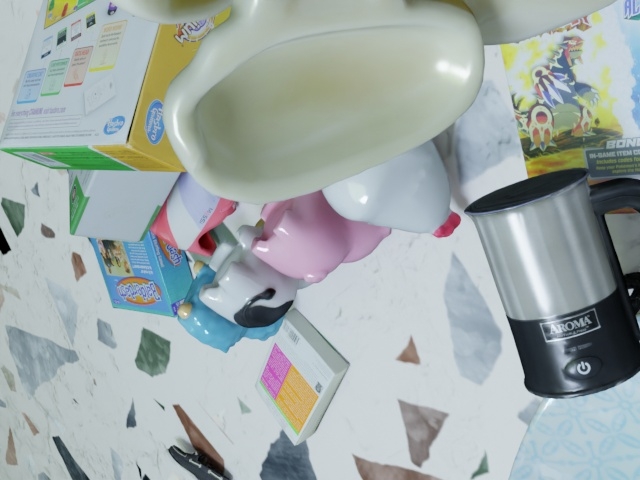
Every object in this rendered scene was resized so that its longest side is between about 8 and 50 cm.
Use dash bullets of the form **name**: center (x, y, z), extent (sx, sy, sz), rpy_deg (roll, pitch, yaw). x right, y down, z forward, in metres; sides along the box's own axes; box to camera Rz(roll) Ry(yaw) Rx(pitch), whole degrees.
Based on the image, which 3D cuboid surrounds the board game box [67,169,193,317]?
- **board game box**: center (-0.251, -0.007, 1.122), extent (0.160, 0.047, 0.210), rpy_deg (3, 112, 46)

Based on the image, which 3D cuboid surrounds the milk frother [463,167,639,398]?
- **milk frother**: center (0.175, 0.016, 0.592), extent (0.143, 0.129, 0.134), rpy_deg (-126, 16, -80)

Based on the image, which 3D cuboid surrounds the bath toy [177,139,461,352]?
- **bath toy**: center (0.000, 0.000, 0.799), extent (0.129, 0.151, 0.348), rpy_deg (32, 140, -19)

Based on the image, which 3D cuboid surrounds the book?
- **book**: center (-0.028, 0.161, 0.989), extent (0.096, 0.035, 0.144), rpy_deg (46, 137, 23)

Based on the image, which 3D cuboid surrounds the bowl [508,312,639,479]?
- **bowl**: center (0.261, 0.206, 0.572), extent (0.156, 0.289, 0.289), rpy_deg (23, 138, -11)

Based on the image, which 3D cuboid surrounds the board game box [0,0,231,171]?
- **board game box**: center (-0.174, -0.223, 0.774), extent (0.242, 0.064, 0.316), rpy_deg (7, 79, 45)

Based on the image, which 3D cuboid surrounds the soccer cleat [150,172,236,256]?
- **soccer cleat**: center (-0.119, -0.076, 0.935), extent (0.095, 0.083, 0.248), rpy_deg (29, 132, -9)

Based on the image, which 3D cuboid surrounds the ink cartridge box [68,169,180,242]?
- **ink cartridge box**: center (-0.222, -0.126, 0.925), extent (0.153, 0.087, 0.208), rpy_deg (-51, 42, 48)

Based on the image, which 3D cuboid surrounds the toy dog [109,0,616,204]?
- **toy dog**: center (-0.010, -0.276, 0.492), extent (0.408, 0.395, 0.284), rpy_deg (48, 151, 44)

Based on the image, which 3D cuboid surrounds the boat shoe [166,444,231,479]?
- **boat shoe**: center (-0.180, 0.335, 1.243), extent (0.125, 0.038, 0.046), rpy_deg (30, 172, 40)

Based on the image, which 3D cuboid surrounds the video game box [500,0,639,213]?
- **video game box**: center (0.222, -0.111, 0.560), extent (0.205, 0.048, 0.187), rpy_deg (-1, 108, 47)
